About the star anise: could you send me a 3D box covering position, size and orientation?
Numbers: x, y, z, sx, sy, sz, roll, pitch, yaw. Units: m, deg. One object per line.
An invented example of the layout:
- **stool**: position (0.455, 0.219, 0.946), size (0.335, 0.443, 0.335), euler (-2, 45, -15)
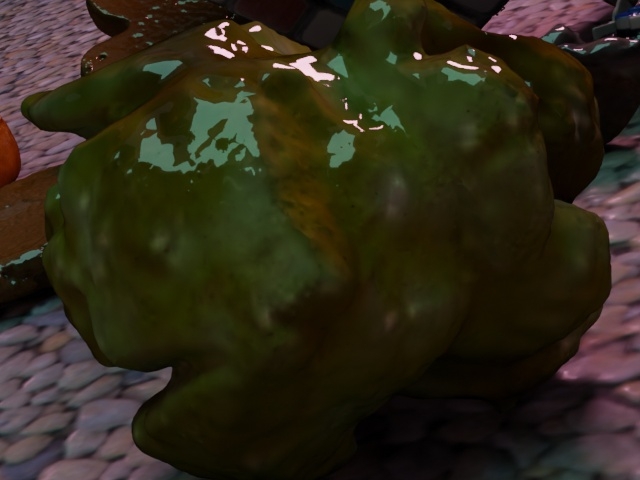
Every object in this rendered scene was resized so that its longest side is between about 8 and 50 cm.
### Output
- **star anise**: position (0.109, -0.095, 1.004), size (0.229, 0.093, 0.236), euler (-18, 23, 1)

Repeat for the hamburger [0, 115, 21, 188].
- **hamburger**: position (-0.430, -0.111, 1.316), size (0.291, 0.225, 0.291), euler (-14, 24, 6)

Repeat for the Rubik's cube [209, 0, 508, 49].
- **Rubik's cube**: position (0.045, -0.316, 1.154), size (0.259, 0.253, 0.256), euler (-42, 30, 57)

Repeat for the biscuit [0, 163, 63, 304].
- **biscuit**: position (-0.240, -0.001, 1.135), size (0.226, 0.042, 0.226), euler (-18, 22, 8)

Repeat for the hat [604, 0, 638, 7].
- **hat**: position (0.265, -0.298, 1.231), size (0.161, 0.232, 0.275), euler (-28, 19, 19)

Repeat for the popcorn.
- **popcorn**: position (0.002, -0.005, 0.696), size (0.276, 0.225, 0.276), euler (-19, 24, 9)

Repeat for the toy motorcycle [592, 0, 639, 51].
- **toy motorcycle**: position (0.300, -0.160, 0.998), size (0.150, 0.102, 0.221), euler (-27, 17, -37)

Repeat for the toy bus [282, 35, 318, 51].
- **toy bus**: position (-0.043, -0.267, 1.426), size (0.232, 0.194, 0.287), euler (-19, 20, 23)

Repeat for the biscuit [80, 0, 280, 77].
- **biscuit**: position (-0.105, -0.154, 1.238), size (0.197, 0.049, 0.301), euler (-24, 51, -22)
